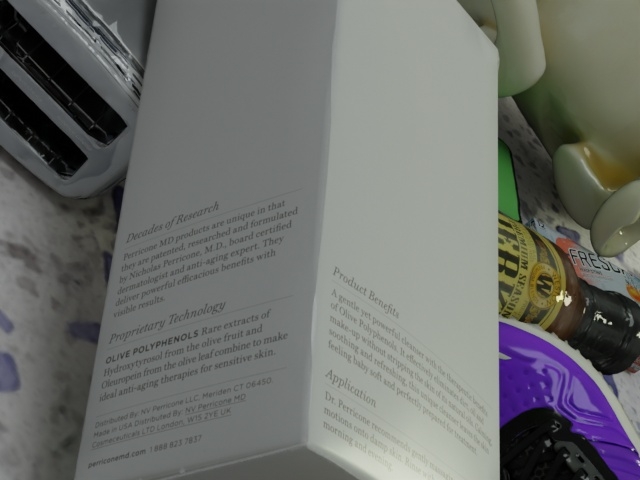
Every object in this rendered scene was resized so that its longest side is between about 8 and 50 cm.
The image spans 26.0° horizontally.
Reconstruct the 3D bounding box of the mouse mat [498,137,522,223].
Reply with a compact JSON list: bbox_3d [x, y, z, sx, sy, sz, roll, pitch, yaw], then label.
[{"bbox_3d":[0.120,-0.090,1.273,0.152,0.007,0.189,33,25,-11],"label":"mouse mat"}]

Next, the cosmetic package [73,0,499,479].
[{"bbox_3d":[0.000,0.000,0.802,0.197,0.155,0.365,41,42,-42],"label":"cosmetic package"}]

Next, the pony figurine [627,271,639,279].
[{"bbox_3d":[0.507,0.097,1.316,0.303,0.363,0.351,19,25,-27],"label":"pony figurine"}]

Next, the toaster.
[{"bbox_3d":[-0.156,-0.127,0.903,0.227,0.129,0.146,47,34,-14],"label":"toaster"}]

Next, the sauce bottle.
[{"bbox_3d":[0.124,0.028,1.083,0.344,0.111,0.111,20,40,-36],"label":"sauce bottle"}]

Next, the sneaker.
[{"bbox_3d":[0.181,0.179,0.970,0.293,0.102,0.146,49,21,3],"label":"sneaker"}]

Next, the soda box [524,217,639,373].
[{"bbox_3d":[0.237,0.051,1.241,0.183,0.063,0.058,27,36,-30],"label":"soda box"}]

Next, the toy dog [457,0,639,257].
[{"bbox_3d":[0.275,-0.219,1.390,0.408,0.284,0.395,54,9,14],"label":"toy dog"}]
